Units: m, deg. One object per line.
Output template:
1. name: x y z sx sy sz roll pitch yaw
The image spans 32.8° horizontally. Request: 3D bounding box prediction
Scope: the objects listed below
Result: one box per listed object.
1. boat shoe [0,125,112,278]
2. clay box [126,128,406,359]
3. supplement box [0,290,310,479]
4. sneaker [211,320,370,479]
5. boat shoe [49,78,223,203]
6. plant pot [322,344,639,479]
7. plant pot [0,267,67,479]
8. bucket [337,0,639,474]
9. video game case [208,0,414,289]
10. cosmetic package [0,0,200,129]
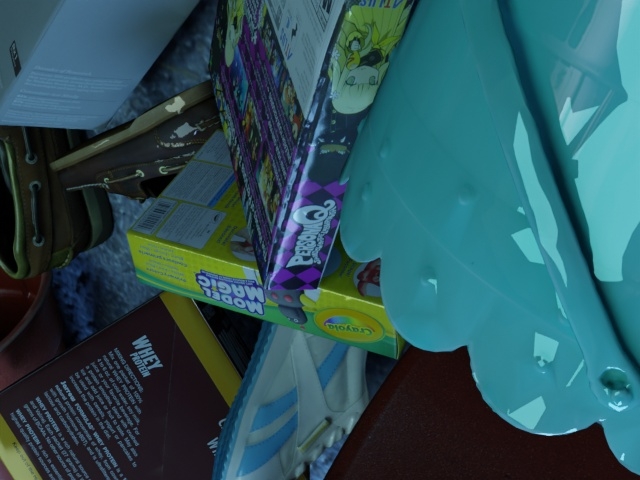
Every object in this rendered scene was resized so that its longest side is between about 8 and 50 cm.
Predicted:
1. boat shoe: -0.282 -0.115 0.950 0.110 0.104 0.307 -8 109 44
2. clay box: 0.000 0.000 0.726 0.222 0.127 0.053 16 136 20
3. supplement box: -0.138 0.158 0.899 0.191 0.194 0.129 58 -179 -2
4. sneaker: -0.018 0.129 0.796 0.092 0.229 0.087 23 176 -8
5. boat shoe: -0.143 -0.065 0.878 0.207 0.073 0.073 -15 107 45
6. plant pot: 0.095 0.274 0.756 0.267 0.235 0.267 30 131 25
7. plant pot: -0.348 0.177 1.088 0.272 0.272 0.265 12 133 37
8. bucket: 0.154 -0.056 0.484 0.281 0.281 0.183 34 127 22
9. video game case: -0.019 -0.123 0.661 0.232 0.041 0.210 -108 27 -44
10. cosmetic package: -0.164 -0.190 0.775 0.238 0.107 0.127 -44 55 49
